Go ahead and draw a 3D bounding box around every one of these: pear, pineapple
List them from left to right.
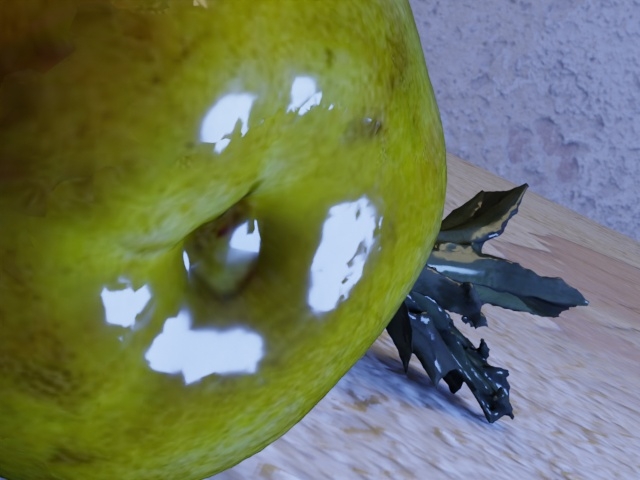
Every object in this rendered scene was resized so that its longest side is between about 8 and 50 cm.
[{"bbox_3d":[-0.060,-0.028,0.415,0.200,0.200,0.200,24,9,-4],"label":"pear"},{"bbox_3d":[0.000,0.000,0.659,0.130,0.119,0.277,7,-8,44],"label":"pineapple"}]
